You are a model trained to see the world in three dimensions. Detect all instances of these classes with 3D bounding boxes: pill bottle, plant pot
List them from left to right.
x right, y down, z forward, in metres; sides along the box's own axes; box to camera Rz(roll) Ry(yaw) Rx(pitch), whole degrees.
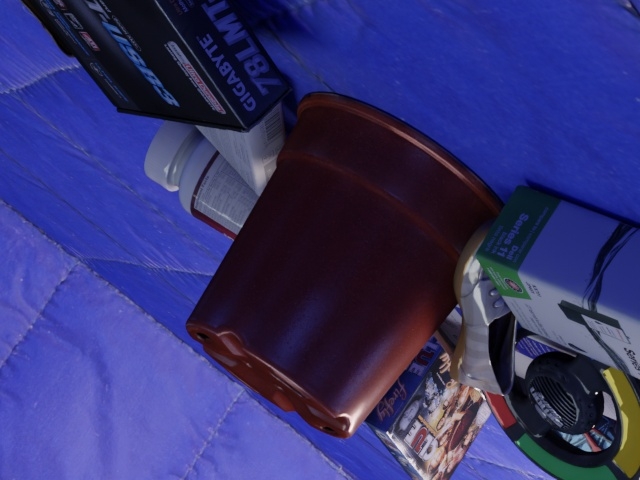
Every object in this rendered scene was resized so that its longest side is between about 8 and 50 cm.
[{"bbox_3d":[-0.086,-0.061,1.735,0.221,0.121,0.121,32,166,14],"label":"pill bottle"},{"bbox_3d":[0.017,0.038,1.521,0.272,0.265,0.272,33,165,10],"label":"plant pot"}]

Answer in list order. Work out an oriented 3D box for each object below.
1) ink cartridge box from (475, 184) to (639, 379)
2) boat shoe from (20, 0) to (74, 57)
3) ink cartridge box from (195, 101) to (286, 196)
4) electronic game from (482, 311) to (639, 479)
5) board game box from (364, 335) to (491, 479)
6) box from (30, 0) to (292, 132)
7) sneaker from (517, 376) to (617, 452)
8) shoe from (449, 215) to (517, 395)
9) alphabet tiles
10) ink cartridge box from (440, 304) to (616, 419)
[{"bbox_3d":[0.265,0.050,1.354,0.208,0.087,0.153,23,162,37],"label":"ink cartridge box"},{"bbox_3d":[-0.316,-0.290,1.561,0.257,0.095,0.095,44,164,-31],"label":"boat shoe"},{"bbox_3d":[-0.123,-0.172,1.618,0.224,0.056,0.181,49,167,20],"label":"ink cartridge box"},{"bbox_3d":[0.246,0.156,1.526,0.229,0.048,0.229,32,139,33],"label":"electronic game"},{"bbox_3d":[0.156,0.235,2.066,0.042,0.165,0.243,26,164,33],"label":"board game box"},{"bbox_3d":[-0.195,-0.240,1.412,0.295,0.073,0.293,54,161,-27],"label":"box"},{"bbox_3d":[0.340,0.227,1.808,0.125,0.104,0.262,-38,93,33],"label":"sneaker"},{"bbox_3d":[0.172,0.068,1.473,0.058,0.077,0.219,36,143,32],"label":"shoe"},{"bbox_3d":[0.183,0.164,1.783,0.198,0.009,0.237,55,-175,36],"label":"alphabet tiles"},{"bbox_3d":[0.257,0.115,1.640,0.333,0.065,0.165,25,163,41],"label":"ink cartridge box"}]
